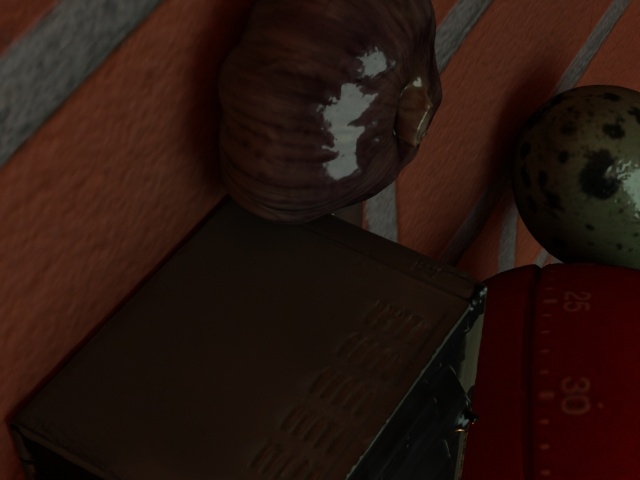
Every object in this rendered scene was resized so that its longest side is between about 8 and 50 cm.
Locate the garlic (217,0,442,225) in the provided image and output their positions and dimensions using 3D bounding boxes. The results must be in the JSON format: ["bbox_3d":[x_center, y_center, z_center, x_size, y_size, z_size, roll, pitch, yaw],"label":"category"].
[{"bbox_3d":[0.011,-0.083,0.652,0.159,0.102,0.147,-60,156,-15],"label":"garlic"}]

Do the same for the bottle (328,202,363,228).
[{"bbox_3d":[0.000,0.000,0.776,0.053,0.053,0.140,-49,153,-36],"label":"bottle"}]

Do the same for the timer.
[{"bbox_3d":[0.219,0.208,1.107,0.378,0.279,0.378,-3,90,-75],"label":"timer"}]

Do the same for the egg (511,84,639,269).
[{"bbox_3d":[0.266,-0.062,1.162,0.228,0.177,0.177,36,79,-55],"label":"egg"}]

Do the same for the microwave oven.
[{"bbox_3d":[-0.023,0.160,0.719,0.237,0.181,0.295,-50,154,-37],"label":"microwave oven"}]
